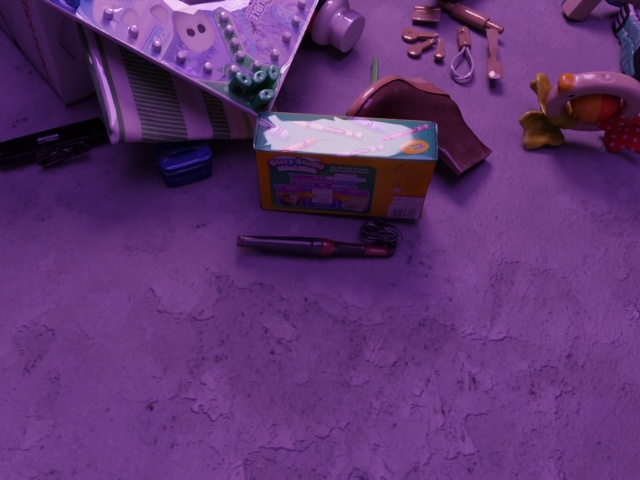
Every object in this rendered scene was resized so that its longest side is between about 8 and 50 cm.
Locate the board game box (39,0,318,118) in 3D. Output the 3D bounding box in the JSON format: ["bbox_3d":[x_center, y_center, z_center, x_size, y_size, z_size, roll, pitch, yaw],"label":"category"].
[{"bbox_3d":[-0.186,-0.444,0.997,0.390,0.050,0.389,26,67,-16],"label":"board game box"}]

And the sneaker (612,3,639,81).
[{"bbox_3d":[0.701,-0.423,1.350,0.098,0.083,0.223,12,57,-5],"label":"sneaker"}]

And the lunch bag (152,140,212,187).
[{"bbox_3d":[-0.236,-0.140,1.073,0.099,0.065,0.067,-20,63,-18],"label":"lunch bag"}]

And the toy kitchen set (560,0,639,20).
[{"bbox_3d":[0.645,-0.593,1.446,0.207,0.122,0.166,3,56,-29],"label":"toy kitchen set"}]

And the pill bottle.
[{"bbox_3d":[-0.010,-0.463,1.271,0.194,0.108,0.108,36,62,15],"label":"pill bottle"}]

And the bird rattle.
[{"bbox_3d":[0.501,-0.232,1.149,0.254,0.207,0.143,14,76,12],"label":"bird rattle"}]

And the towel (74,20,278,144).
[{"bbox_3d":[-0.230,-0.281,1.073,0.325,0.038,0.247,-11,79,-41],"label":"towel"}]

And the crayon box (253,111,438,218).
[{"bbox_3d":[0.037,-0.118,1.021,0.279,0.165,0.081,4,60,1],"label":"crayon box"}]

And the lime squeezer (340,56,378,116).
[{"bbox_3d":[0.057,-0.243,1.189,0.110,0.058,0.310,18,55,40],"label":"lime squeezer"}]

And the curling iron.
[{"bbox_3d":[0.000,0.000,1.035,0.274,0.035,0.068,-4,55,-10],"label":"curling iron"}]

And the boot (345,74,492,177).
[{"bbox_3d":[0.182,-0.196,1.112,0.248,0.090,0.206,-27,72,-42],"label":"boot"}]

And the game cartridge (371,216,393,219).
[{"bbox_3d":[0.109,-0.076,1.105,0.056,0.017,0.083,2,58,-1],"label":"game cartridge"}]

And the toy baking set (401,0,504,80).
[{"bbox_3d":[0.290,-0.421,1.330,0.256,0.030,0.196,30,66,18],"label":"toy baking set"}]

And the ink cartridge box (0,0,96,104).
[{"bbox_3d":[-0.510,-0.483,1.120,0.166,0.285,0.395,-34,69,-25],"label":"ink cartridge box"}]

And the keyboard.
[{"bbox_3d":[-0.462,-0.157,1.085,0.192,0.038,0.100,-20,40,-16],"label":"keyboard"}]
